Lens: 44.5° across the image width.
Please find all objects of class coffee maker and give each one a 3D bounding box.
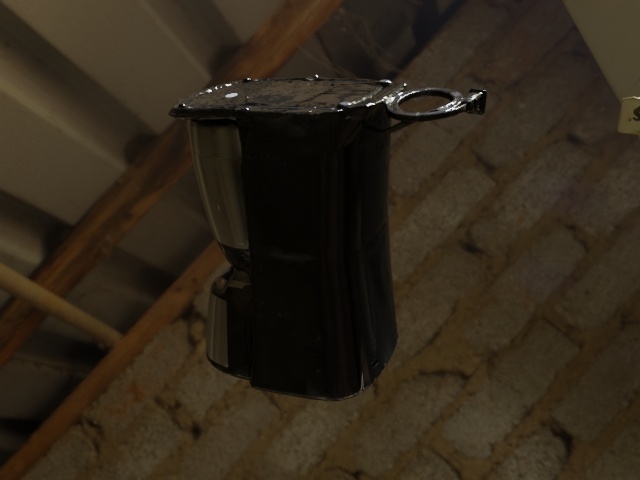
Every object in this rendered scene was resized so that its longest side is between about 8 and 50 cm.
[{"bbox_3d":[0.000,0.000,0.466,0.120,0.171,0.178,-24,-62,-39],"label":"coffee maker"}]

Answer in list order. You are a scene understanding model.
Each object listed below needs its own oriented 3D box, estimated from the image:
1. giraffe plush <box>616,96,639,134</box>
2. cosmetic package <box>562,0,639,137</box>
[{"bbox_3d":[0.204,-0.057,0.305,0.210,0.181,0.171,-8,1,35],"label":"giraffe plush"},{"bbox_3d":[0.493,-0.345,0.872,0.328,0.393,0.329,1,-32,-31],"label":"cosmetic package"}]
